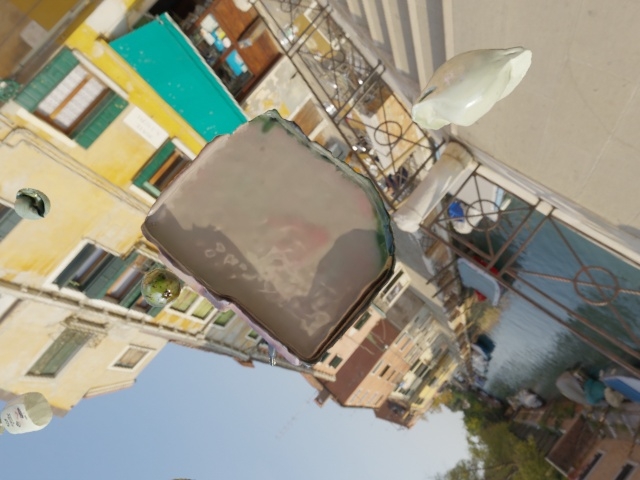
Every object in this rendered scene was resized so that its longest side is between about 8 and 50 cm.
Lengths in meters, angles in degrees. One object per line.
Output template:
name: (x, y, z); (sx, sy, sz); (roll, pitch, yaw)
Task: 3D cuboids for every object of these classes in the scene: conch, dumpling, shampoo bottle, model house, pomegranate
conch: (-0.629, -0.081, 0.899); (0.085, 0.076, 0.056); (18, -162, 3)
dumpling: (0.323, -0.316, 0.874); (0.179, 0.252, 0.132); (19, -133, -55)
shampoo bottle: (-0.608, 0.353, 0.819); (0.077, 0.151, 0.045); (65, -154, -4)
model house: (-0.054, 0.013, 0.520); (0.237, 0.202, 0.237); (37, 162, -1)
pomegranate: (-0.479, 0.132, 1.207); (0.142, 0.115, 0.114); (28, 168, 45)

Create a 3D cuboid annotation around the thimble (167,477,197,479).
thimble: (-0.433, 0.813, 1.225); (0.191, 0.137, 0.144); (94, 170, -50)

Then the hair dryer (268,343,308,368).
hair dryer: (-0.101, 0.286, 1.067); (0.195, 0.075, 0.219); (43, 141, 23)
